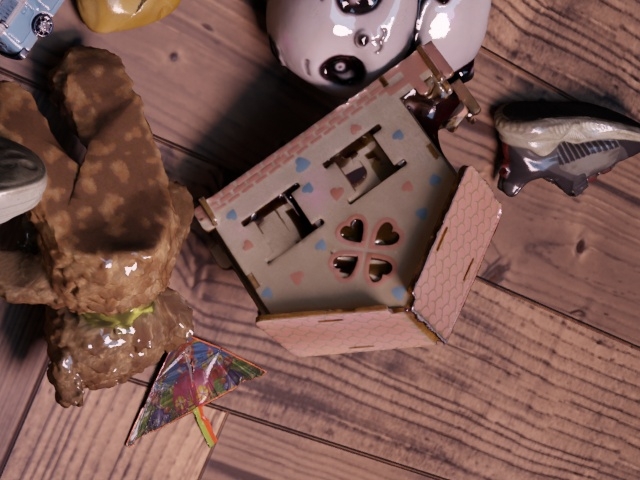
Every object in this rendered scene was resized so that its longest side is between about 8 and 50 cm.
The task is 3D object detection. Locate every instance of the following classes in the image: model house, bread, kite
[{"bbox_3d":[0.062,-0.006,1.866,0.326,0.244,0.169,-35,150,3],"label":"model house"},{"bbox_3d":[-0.186,-0.249,1.802,0.115,0.056,0.082,-15,114,-33],"label":"bread"},{"bbox_3d":[-0.140,0.166,2.006,0.190,0.010,0.159,-25,120,-27],"label":"kite"}]

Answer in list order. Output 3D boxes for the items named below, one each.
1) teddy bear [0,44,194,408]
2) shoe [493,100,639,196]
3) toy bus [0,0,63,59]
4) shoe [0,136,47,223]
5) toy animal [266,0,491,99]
[{"bbox_3d":[-0.236,-0.014,1.799,0.246,0.222,0.296,-26,78,-33],"label":"teddy bear"},{"bbox_3d":[0.299,-0.107,2.202,0.227,0.099,0.112,2,110,-34],"label":"shoe"},{"bbox_3d":[-0.282,-0.240,1.730,0.075,0.060,0.123,40,77,-34],"label":"toy bus"},{"bbox_3d":[-0.406,-0.002,1.646,0.316,0.124,0.159,-2,124,-9],"label":"shoe"},{"bbox_3d":[0.055,-0.245,1.916,0.235,0.165,0.187,-8,122,-37],"label":"toy animal"}]
